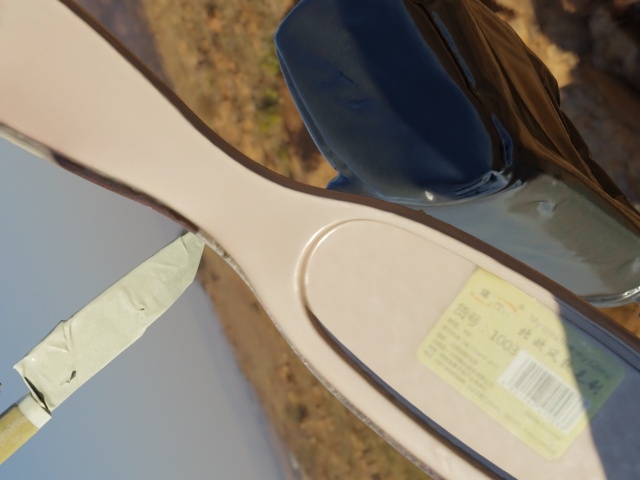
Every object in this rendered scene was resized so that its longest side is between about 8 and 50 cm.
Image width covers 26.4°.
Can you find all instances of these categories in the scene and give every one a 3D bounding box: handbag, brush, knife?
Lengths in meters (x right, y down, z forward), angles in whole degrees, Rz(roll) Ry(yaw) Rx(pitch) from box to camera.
[{"bbox_3d":[0.117,-0.053,1.081,0.302,0.178,0.275,28,-147,-48],"label":"handbag"},{"bbox_3d":[0.000,0.001,0.431,0.313,0.072,0.067,34,-164,9],"label":"brush"},{"bbox_3d":[-0.182,0.093,0.902,0.047,0.298,0.017,50,173,-10],"label":"knife"}]
